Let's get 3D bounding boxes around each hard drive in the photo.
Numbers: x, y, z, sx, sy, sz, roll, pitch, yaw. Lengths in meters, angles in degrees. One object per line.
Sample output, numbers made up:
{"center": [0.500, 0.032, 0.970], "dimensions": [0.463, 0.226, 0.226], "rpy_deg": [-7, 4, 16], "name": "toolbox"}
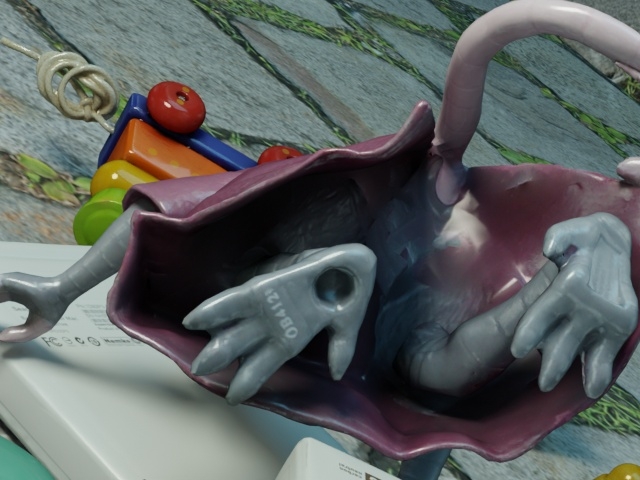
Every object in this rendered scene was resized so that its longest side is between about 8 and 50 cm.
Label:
{"center": [-0.076, 0.105, 0.992], "dimensions": [0.307, 0.040, 0.203], "rpy_deg": [43, 21, 29], "name": "hard drive"}

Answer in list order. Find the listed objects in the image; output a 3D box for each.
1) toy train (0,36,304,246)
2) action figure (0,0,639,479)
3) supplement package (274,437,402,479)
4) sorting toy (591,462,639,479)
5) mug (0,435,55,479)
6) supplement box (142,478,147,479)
{"center": [-0.130, -0.038, 1.203], "dimensions": [0.248, 0.105, 0.143], "rpy_deg": [30, 32, -5], "name": "toy train"}
{"center": [0.000, 0.000, 0.873], "dimensions": [0.248, 0.275, 0.370], "rpy_deg": [34, -2, -8], "name": "action figure"}
{"center": [0.029, 0.235, 0.610], "dimensions": [0.175, 0.177, 0.293], "rpy_deg": [27, 20, -11], "name": "supplement package"}
{"center": [0.173, 0.234, 0.925], "dimensions": [0.127, 0.126, 0.365], "rpy_deg": [24, 19, -23], "name": "sorting toy"}
{"center": [-0.152, 0.124, 0.685], "dimensions": [0.097, 0.129, 0.157], "rpy_deg": [31, 18, -12], "name": "mug"}
{"center": [-0.090, 0.159, 0.765], "dimensions": [0.056, 0.083, 0.083], "rpy_deg": [36, 19, 13], "name": "supplement box"}
